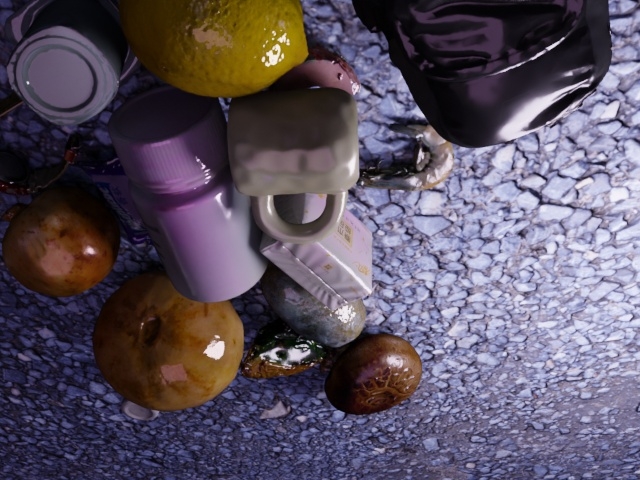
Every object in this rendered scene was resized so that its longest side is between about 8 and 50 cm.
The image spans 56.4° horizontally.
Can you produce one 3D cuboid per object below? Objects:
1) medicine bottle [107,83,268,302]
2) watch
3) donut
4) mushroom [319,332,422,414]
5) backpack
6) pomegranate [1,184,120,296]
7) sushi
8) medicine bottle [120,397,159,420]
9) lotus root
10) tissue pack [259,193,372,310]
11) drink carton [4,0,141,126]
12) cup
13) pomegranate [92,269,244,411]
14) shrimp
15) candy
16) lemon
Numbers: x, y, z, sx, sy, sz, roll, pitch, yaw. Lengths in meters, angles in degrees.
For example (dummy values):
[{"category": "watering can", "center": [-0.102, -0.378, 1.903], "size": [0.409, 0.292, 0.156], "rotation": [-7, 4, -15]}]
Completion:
[{"category": "medicine bottle", "center": [-0.238, -0.080, 1.131], "size": [0.219, 0.219, 0.388], "rotation": [-5, 134, 8]}, {"category": "watch", "center": [-0.541, -0.196, 1.136], "size": [0.268, 0.102, 0.165], "rotation": [-31, 133, 18]}, {"category": "donut", "center": [-0.024, -0.283, 1.032], "size": [0.166, 0.065, 0.117], "rotation": [-18, 132, 18]}, {"category": "mushroom", "center": [0.128, 0.356, 1.576], "size": [0.278, 0.163, 0.297], "rotation": [9, 135, -6]}, {"category": "backpack", "center": [0.239, -0.333, 0.848], "size": [0.363, 0.255, 0.446], "rotation": [-16, 117, 16]}, {"category": "pomegranate", "center": [-0.533, 0.002, 1.224], "size": [0.248, 0.248, 0.248], "rotation": [1, 134, 1]}, {"category": "sushi", "center": [-0.099, 0.261, 1.497], "size": [0.287, 0.149, 0.140], "rotation": [6, 148, -40]}, {"category": "medicine bottle", "center": [-0.477, 0.397, 1.641], "size": [0.105, 0.168, 0.105], "rotation": [1, 134, 1]}, {"category": "lotus root", "center": [-0.023, 0.130, 1.363], "size": [0.175, 0.175, 0.349], "rotation": [-33, 124, 30]}, {"category": "tissue pack", "center": [0.000, 0.000, 1.222], "size": [0.124, 0.185, 0.225], "rotation": [-28, 126, 30]}, {"category": "drink carton", "center": [-0.383, -0.290, 0.941], "size": [0.185, 0.190, 0.191], "rotation": [-33, 126, 7]}, {"category": "cup", "center": [-0.038, -0.121, 0.988], "size": [0.202, 0.173, 0.255], "rotation": [-1, 90, 4]}, {"category": "pomegranate", "center": [-0.344, 0.230, 1.393], "size": [0.338, 0.338, 0.338], "rotation": [1, 134, 1]}, {"category": "shrimp", "center": [0.154, -0.160, 1.158], "size": [0.217, 0.051, 0.150], "rotation": [-4, 131, -4]}, {"category": "candy", "center": [-0.383, -0.082, 1.243], "size": [0.145, 0.070, 0.275], "rotation": [-3, 139, 15]}, {"category": "lemon", "center": [-0.160, -0.328, 0.884], "size": [0.263, 0.236, 0.236], "rotation": [-13, 134, -8]}]
